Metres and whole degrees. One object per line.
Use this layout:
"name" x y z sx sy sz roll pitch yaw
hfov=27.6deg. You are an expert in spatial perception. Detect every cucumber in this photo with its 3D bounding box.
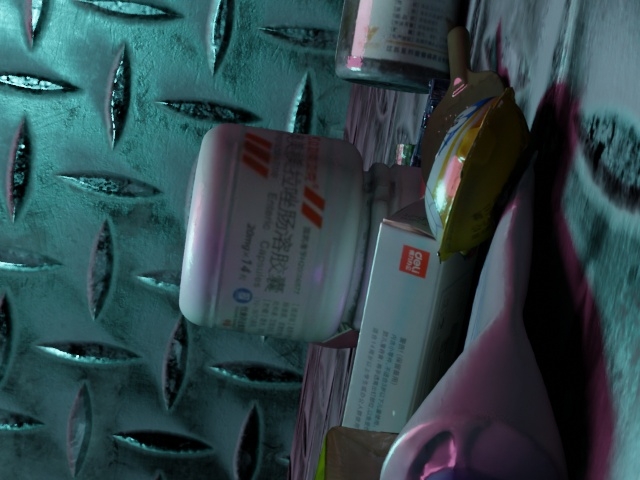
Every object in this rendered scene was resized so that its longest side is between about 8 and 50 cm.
"cucumber" 0.128 -0.093 1.936 0.048 0.048 0.105 -105 24 -80

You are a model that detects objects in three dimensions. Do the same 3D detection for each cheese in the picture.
"cheese" 0.150 -0.049 1.234 0.177 0.069 0.270 -65 -15 -11

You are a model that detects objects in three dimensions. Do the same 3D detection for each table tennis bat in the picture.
"table tennis bat" 0.158 -0.149 1.441 0.131 0.022 0.234 -35 39 38

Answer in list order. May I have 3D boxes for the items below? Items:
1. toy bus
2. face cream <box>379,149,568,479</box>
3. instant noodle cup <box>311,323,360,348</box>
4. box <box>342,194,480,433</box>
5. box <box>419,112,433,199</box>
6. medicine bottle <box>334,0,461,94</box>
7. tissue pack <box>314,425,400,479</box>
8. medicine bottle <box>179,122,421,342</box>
"toy bus" 0.151 -0.142 1.731 0.166 0.047 0.065 102 178 -48
"face cream" 0.143 0.113 1.081 0.420 0.137 0.234 -66 -13 -59
"instant noodle cup" 0.034 0.040 1.870 0.178 0.235 0.234 51 -134 -83
"box" 0.100 0.091 1.410 0.135 0.079 0.269 -31 -45 -60
"box" 0.151 -0.088 1.501 0.089 0.062 0.122 104 174 -53
"medicine bottle" 0.118 -0.348 1.805 0.165 0.165 0.273 -130 50 -85
"tissue pack" 0.058 0.342 1.193 0.200 0.167 0.274 -93 13 -61
"medicine bottle" 0.000 0.000 1.600 0.256 0.325 0.256 -171 90 -87
